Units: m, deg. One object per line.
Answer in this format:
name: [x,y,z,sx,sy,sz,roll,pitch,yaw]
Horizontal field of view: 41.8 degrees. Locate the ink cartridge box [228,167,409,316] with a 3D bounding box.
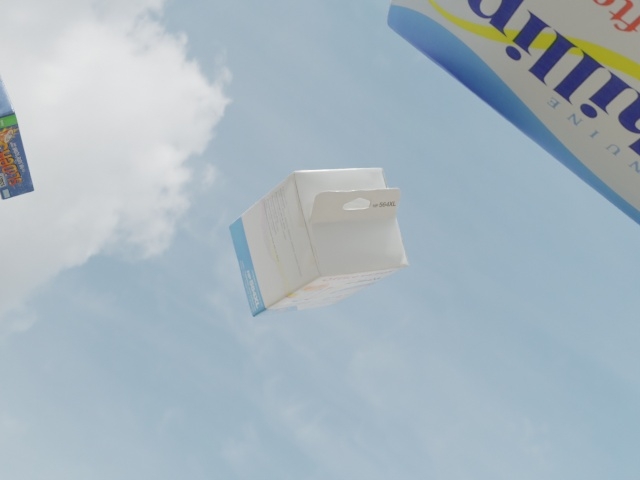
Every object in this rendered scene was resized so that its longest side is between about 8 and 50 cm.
ink cartridge box: [0.000,0.000,0.713,0.092,0.089,0.143,-6,-15,-32]

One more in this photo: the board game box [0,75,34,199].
board game box: [-0.337,-0.158,0.825,0.035,0.201,0.136,-20,-24,-20]

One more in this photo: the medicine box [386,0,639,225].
medicine box: [0.196,-0.169,0.449,0.263,0.149,0.289,42,-22,15]
